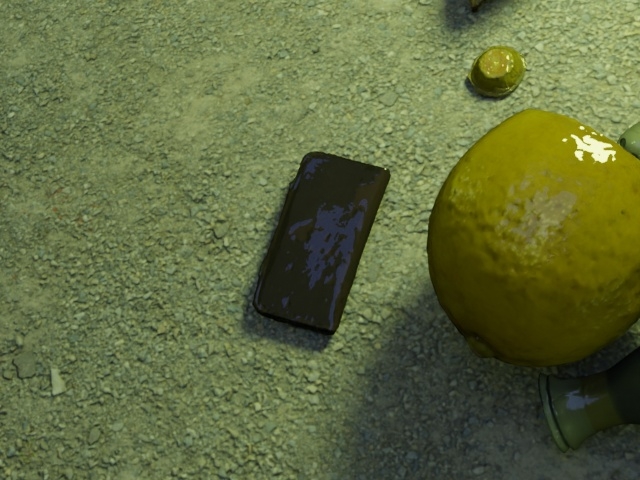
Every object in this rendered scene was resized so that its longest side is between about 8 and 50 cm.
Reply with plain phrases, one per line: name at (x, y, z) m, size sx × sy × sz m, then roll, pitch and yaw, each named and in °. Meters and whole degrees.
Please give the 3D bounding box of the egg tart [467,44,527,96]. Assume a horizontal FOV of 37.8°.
egg tart at (0.309, -0.302, 1.633) m, size 0.105 × 0.039 × 0.105 m, roll -5°, pitch 69°, yaw 13°

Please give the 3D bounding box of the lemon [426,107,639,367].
lemon at (0.307, 0.017, 1.338) m, size 0.363 × 0.364 × 0.365 m, roll -6°, pitch 67°, yaw 14°

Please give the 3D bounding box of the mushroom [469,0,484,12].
mushroom at (0.346, -0.556, 1.657) m, size 0.236 × 0.162 × 0.173 m, roll -20°, pitch 66°, yaw 6°

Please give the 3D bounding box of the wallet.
wallet at (0.000, 0.000, 1.596) m, size 0.165 × 0.042 × 0.310 m, roll 13°, pitch 74°, yaw 19°

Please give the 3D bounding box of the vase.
vase at (0.475, 0.201, 1.297) m, size 0.321 × 0.173 × 0.173 m, roll -22°, pitch 63°, yaw 23°

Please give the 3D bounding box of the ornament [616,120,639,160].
ornament at (0.545, -0.173, 1.491) m, size 0.156 × 0.081 × 0.075 m, roll -31°, pitch 68°, yaw -3°
